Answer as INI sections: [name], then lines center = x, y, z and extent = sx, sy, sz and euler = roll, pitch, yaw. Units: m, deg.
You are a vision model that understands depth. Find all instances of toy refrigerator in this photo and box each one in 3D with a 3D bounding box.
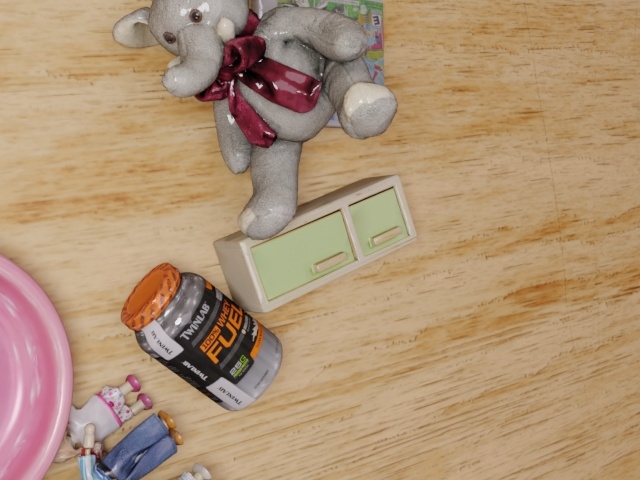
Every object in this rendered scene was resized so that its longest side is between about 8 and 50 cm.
[toy refrigerator]
center = 0.000, 0.000, 1.148
extent = 0.269, 0.094, 0.102
euler = -24, 102, -30

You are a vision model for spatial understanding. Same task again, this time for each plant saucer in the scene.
[plant saucer]
center = -0.425, 0.160, 0.863
extent = 0.332, 0.084, 0.333
euler = 1, 89, -46

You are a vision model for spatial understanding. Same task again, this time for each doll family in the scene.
[doll family]
center = -0.226, 0.297, 0.993
extent = 0.163, 0.118, 0.263
euler = -37, 107, -29

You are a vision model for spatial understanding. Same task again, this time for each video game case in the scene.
[video game case]
center = 0.001, -0.260, 1.188
extent = 0.212, 0.023, 0.194
euler = -1, 91, -32

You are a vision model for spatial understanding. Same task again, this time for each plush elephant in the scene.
[plush elephant]
center = -0.095, -0.218, 0.983
extent = 0.255, 0.272, 0.330
euler = 19, 51, -33

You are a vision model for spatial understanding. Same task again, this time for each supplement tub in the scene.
[supplement tub]
center = -0.149, 0.120, 1.043
extent = 0.190, 0.117, 0.117
euler = 41, 70, -25
